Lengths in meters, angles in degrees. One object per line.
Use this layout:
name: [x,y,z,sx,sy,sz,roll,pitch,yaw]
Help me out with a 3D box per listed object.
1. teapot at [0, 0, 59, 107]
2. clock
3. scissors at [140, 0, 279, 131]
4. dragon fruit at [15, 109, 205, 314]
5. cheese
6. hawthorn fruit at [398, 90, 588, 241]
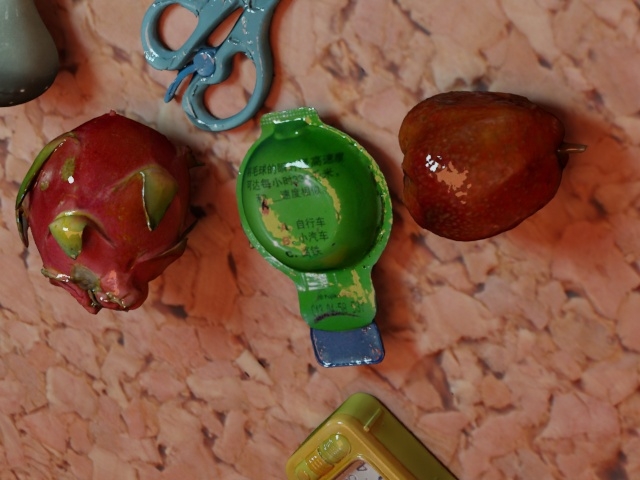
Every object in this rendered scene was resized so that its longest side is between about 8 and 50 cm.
teapot: [-0.388,-0.294,1.580,0.183,0.183,0.250,23,109,17]
clock: [0.069,0.306,1.657,0.202,0.096,0.143,44,122,2]
scissors: [-0.069,-0.277,1.493,0.180,0.032,0.393,47,125,0]
dragon fruit: [-0.257,-0.034,1.589,0.224,0.227,0.224,22,162,8]
cheese: [0.000,0.000,1.555,0.204,0.083,0.320,-7,107,28]
hawthorn fruit: [0.168,-0.078,1.392,0.173,0.179,0.173,165,90,-70]
